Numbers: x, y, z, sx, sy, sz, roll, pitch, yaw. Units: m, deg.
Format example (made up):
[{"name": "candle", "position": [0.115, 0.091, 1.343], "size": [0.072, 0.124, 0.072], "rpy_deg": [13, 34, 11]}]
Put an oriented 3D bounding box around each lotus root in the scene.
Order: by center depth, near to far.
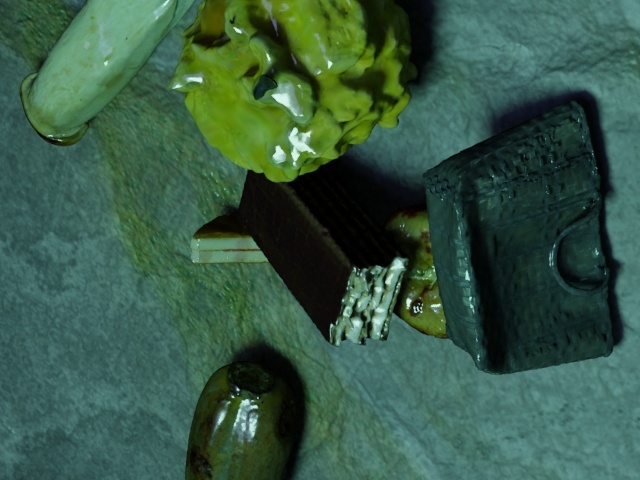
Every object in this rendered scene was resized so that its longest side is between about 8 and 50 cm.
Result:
[{"name": "lotus root", "position": [-0.095, 0.246, 1.810], "size": [0.124, 0.123, 0.241], "rpy_deg": [11, 120, -3]}]

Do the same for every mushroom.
[{"name": "mushroom", "position": [-0.242, -0.219, 1.704], "size": [0.100, 0.081, 0.312], "rpy_deg": [46, 129, -1]}]

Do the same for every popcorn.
[{"name": "popcorn", "position": [-0.030, -0.174, 1.483], "size": [0.249, 0.225, 0.249], "rpy_deg": [18, 130, 22]}]

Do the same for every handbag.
[{"name": "handbag", "position": [0.198, 0.009, 1.467], "size": [0.088, 0.175, 0.270], "rpy_deg": [-136, 33, -64]}]

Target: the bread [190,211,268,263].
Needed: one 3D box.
[{"name": "bread", "position": [-0.096, -0.004, 1.731], "size": [0.109, 0.062, 0.043], "rpy_deg": [1, 125, -12]}]

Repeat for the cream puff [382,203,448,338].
[{"name": "cream puff", "position": [0.124, 0.025, 1.567], "size": [0.149, 0.084, 0.149], "rpy_deg": [13, 120, 24]}]

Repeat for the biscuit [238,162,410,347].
[{"name": "biscuit", "position": [0.000, 0.000, 1.580], "size": [0.252, 0.070, 0.106], "rpy_deg": [52, 137, 43]}]
